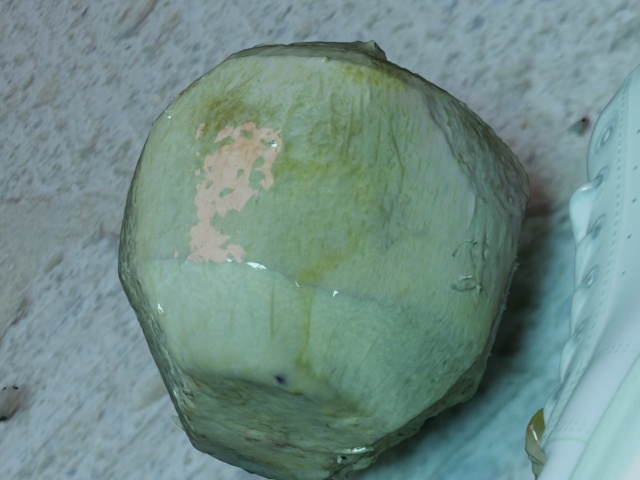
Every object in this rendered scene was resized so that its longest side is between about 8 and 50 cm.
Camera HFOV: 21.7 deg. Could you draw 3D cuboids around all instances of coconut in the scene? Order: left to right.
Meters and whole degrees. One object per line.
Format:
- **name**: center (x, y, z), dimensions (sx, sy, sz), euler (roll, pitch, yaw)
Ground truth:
- **coconut**: center (0.000, -0.002, 0.728), dimensions (0.194, 0.194, 0.194), euler (-32, 39, 30)

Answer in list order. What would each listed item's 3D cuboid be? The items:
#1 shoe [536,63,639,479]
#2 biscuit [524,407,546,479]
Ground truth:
- **shoe**: center (0.122, 0.015, 0.520), dimensions (0.160, 0.132, 0.363), euler (13, 50, 45)
- **biscuit**: center (0.144, 0.029, 0.649), dimensions (0.176, 0.031, 0.229), euler (-35, 38, 25)
